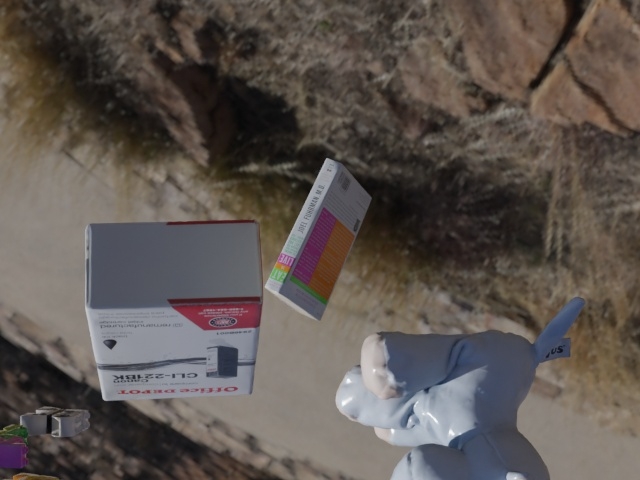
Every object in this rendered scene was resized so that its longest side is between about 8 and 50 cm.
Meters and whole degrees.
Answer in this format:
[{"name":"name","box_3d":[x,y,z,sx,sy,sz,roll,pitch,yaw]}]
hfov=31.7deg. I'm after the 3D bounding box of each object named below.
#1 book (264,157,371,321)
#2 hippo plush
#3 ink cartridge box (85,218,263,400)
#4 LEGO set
[{"name":"book","box_3d":[0.000,0.000,1.150,0.035,0.144,0.096,21,169,26]},{"name":"hippo plush","box_3d":[0.175,0.240,1.307,0.294,0.236,0.234,-8,147,-2]},{"name":"ink cartridge box","box_3d":[-0.175,0.091,1.364,0.197,0.114,0.273,-2,151,-7]},{"name":"LEGO set","box_3d":[-0.250,0.208,1.013,0.093,0.087,0.227,1,-179,8]}]
